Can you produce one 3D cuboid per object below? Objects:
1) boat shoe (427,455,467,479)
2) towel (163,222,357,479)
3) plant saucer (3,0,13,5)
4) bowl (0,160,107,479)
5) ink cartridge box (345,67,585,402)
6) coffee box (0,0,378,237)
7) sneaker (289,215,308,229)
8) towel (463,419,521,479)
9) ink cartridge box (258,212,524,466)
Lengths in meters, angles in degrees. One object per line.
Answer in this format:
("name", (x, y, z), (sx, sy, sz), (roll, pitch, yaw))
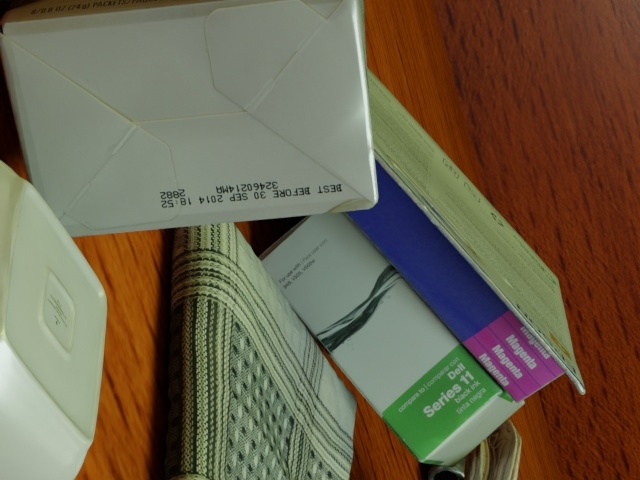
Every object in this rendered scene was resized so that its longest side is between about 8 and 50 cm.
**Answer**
("boat shoe", (0.201, 0.362, 1.643), (0.105, 0.113, 0.306), (-56, 129, -64))
("towel", (-0.024, 0.179, 0.986), (0.324, 0.056, 0.312), (64, 18, -47))
("plant saucer", (-0.172, -0.175, 0.790), (0.119, 0.021, 0.119), (-14, 90, -78))
("bowl", (-0.139, 0.038, 0.649), (0.142, 0.053, 0.142), (65, 18, -46))
("ink cartridge box", (0.065, -0.030, 1.126), (0.324, 0.071, 0.330), (48, 13, -5))
("coffee box", (-0.059, -0.124, 0.808), (0.297, 0.168, 0.119), (-91, 174, -63))
("sneaker", (0.000, 0.000, 1.306), (0.073, 0.063, 0.162), (-45, 117, -56))
("towel", (0.117, 0.345, 1.207), (0.317, 0.053, 0.332), (-40, 138, -76))
("ink cartridge box", (0.058, 0.076, 1.179), (0.208, 0.087, 0.153), (49, 5, 16))
